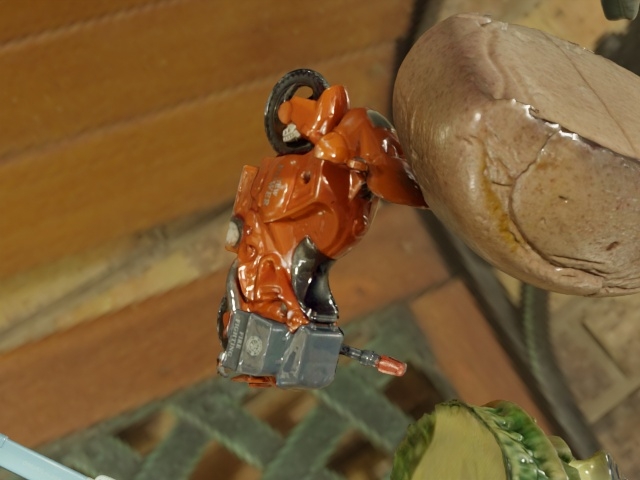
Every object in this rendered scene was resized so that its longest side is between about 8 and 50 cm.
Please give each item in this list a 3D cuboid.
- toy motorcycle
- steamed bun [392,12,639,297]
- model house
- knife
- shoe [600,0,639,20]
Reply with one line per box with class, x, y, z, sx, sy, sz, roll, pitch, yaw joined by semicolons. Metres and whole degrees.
toy motorcycle;0.000;0.000;1.651;0.148;0.221;0.325;8;97;-49
steamed bun;0.200;-0.058;1.524;0.301;0.251;0.199;19;120;-27
model house;0.226;0.300;1.478;0.266;0.321;0.261;8;144;-21
knife;-0.154;0.132;0.951;0.010;0.096;0.027;14;101;-83
shoe;0.272;-0.257;1.461;0.078;0.079;0.195;-9;158;9
